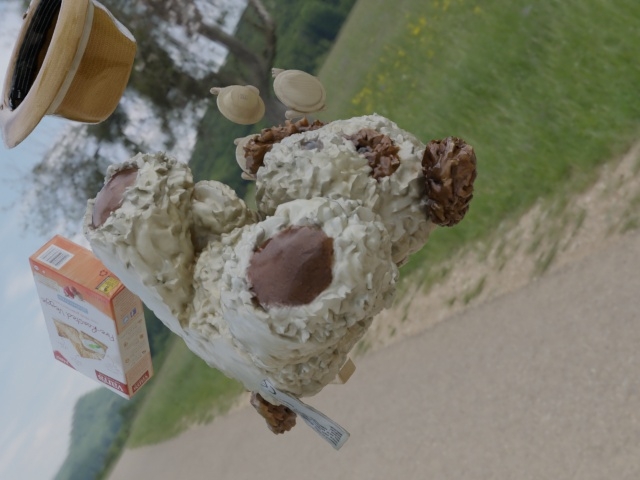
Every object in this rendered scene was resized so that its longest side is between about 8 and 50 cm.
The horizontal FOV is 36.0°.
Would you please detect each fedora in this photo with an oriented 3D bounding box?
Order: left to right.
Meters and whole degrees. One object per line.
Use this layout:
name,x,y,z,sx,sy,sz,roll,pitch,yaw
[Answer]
fedora,-0.211,-0.154,0.843,0.194,0.079,0.194,-35,46,47

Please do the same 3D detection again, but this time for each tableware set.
tableware set,-0.042,-0.128,1.101,0.168,0.141,0.020,68,150,27

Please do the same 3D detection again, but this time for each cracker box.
cracker box,-0.341,0.118,1.479,0.067,0.156,0.232,-48,-28,-38

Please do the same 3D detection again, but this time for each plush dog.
plush dog,0.000,0.000,0.709,0.262,0.210,0.225,17,56,44

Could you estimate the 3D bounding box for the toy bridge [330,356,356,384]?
toy bridge,-0.033,0.062,0.920,0.063,0.188,0.026,-5,32,43
